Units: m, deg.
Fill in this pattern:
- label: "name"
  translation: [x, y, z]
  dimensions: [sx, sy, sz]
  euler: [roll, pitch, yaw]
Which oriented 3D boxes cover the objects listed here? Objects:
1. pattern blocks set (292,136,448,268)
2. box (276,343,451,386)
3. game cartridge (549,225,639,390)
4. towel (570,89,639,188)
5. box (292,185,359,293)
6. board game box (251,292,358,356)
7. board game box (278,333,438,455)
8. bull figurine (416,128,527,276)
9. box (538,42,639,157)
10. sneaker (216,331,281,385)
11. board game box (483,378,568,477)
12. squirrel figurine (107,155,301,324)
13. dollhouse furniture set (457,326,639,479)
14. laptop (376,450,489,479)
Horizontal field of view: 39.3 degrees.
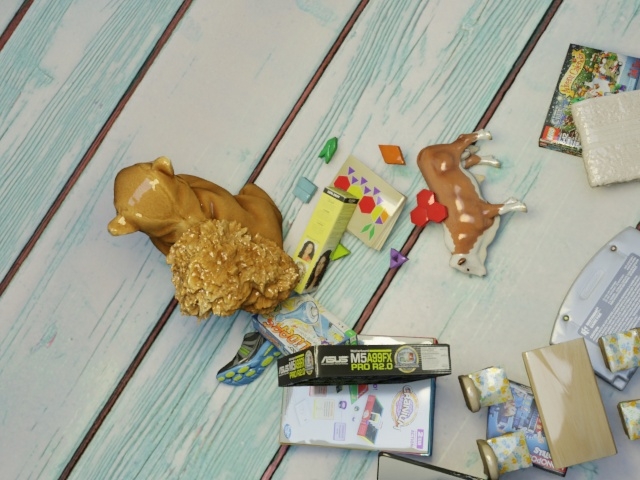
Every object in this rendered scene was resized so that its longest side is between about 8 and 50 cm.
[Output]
- label: "pattern blocks set"
  translation: [0.094, -0.080, 1.946]
  dimensions: [0.285, 0.026, 0.325]
  euler: [-48, 66, 18]
- label: "box"
  translation: [0.078, 0.236, 1.689]
  dimensions: [0.270, 0.216, 0.060]
  euler: [2, 77, -20]
- label: "game cartridge"
  translation: [0.601, 0.127, 1.803]
  dimensions: [0.196, 0.060, 0.294]
  euler: [35, 87, 15]
- label: "towel"
  translation: [0.669, -0.216, 1.834]
  dimensions: [0.282, 0.049, 0.187]
  euler: [-10, 81, -1]
- label: "box"
  translation: [0.000, 0.000, 1.928]
  dimensions: [0.058, 0.087, 0.232]
  euler: [28, 102, 20]
- label: "board game box"
  translation: [-0.035, 0.189, 1.871]
  dimensions: [0.136, 0.035, 0.201]
  euler: [-26, 38, -25]
- label: "board game box"
  translation: [0.080, 0.317, 1.875]
  dimensions: [0.317, 0.064, 0.242]
  euler: [2, 78, 14]
- label: "bull figurine"
  translation: [0.318, -0.082, 1.895]
  dimensions: [0.189, 0.101, 0.310]
  euler: [-22, 75, 3]
- label: "box"
  translation: [0.576, -0.291, 1.910]
  dimensions: [0.159, 0.044, 0.233]
  euler: [17, 81, 16]
- label: "sneaker"
  translation: [-0.149, 0.247, 1.954]
  dimensions: [0.188, 0.067, 0.078]
  euler: [-42, 41, 9]
- label: "board game box"
  translation: [0.403, 0.388, 1.782]
  dimensions: [0.194, 0.060, 0.194]
  euler: [19, 85, 13]
- label: "squirrel figurine"
  translation: [-0.239, -0.014, 1.818]
  dimensions: [0.281, 0.370, 0.397]
  euler: [-47, 46, 2]
- label: "dollhouse furniture set"
  translation: [0.480, 0.379, 1.609]
  dimensions: [0.362, 0.256, 0.394]
  euler: [-15, 82, 2]
- label: "laptop"
  translation: [0.256, 0.627, 1.567]
  dimensions: [0.408, 0.381, 0.236]
  euler: [13, 38, 16]
